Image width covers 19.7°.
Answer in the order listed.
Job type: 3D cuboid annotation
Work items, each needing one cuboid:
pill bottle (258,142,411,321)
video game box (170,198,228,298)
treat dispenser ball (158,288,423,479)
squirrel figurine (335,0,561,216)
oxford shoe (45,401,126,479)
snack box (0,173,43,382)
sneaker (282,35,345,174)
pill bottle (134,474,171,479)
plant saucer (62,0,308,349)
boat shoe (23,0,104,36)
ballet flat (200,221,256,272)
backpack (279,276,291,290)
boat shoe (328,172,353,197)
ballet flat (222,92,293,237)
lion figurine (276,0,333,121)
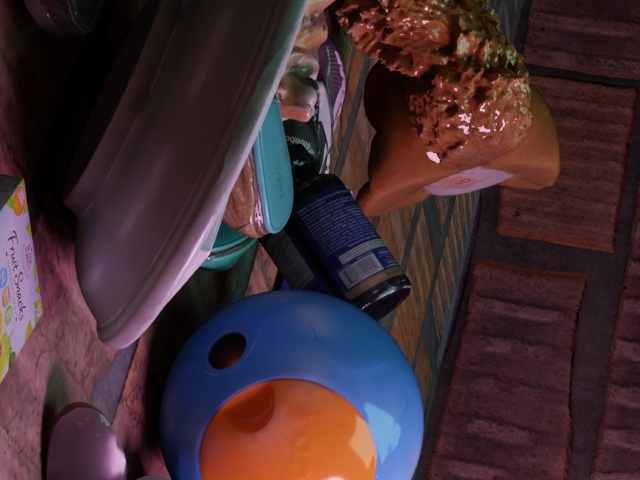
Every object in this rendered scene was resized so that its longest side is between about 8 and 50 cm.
[{"bbox_3d":[0.000,0.000,2.158,0.219,0.123,0.123,57,5,13],"label":"pill bottle"},{"bbox_3d":[-0.132,-0.031,1.750,0.205,0.048,0.187,-46,-155,56],"label":"video game box"},{"bbox_3d":[-0.032,0.196,1.997,0.288,0.288,0.288,9,90,-77],"label":"treat dispenser ball"},{"bbox_3d":[0.152,-0.261,2.393,0.397,0.281,0.370,86,-7,-77],"label":"squirrel figurine"},{"bbox_3d":[-0.221,0.224,1.737,0.076,0.076,0.212,-113,-166,-50],"label":"oxford shoe"},{"bbox_3d":[-0.260,0.032,1.451,0.100,0.037,0.141,-68,162,-49],"label":"snack box"},{"bbox_3d":[-0.020,-0.144,2.284,0.106,0.078,0.234,-52,151,-70],"label":"sneaker"},{"bbox_3d":[-0.168,0.316,1.942,0.160,0.087,0.087,81,22,-52],"label":"pill bottle"},{"bbox_3d":[-0.133,-0.107,1.569,0.400,0.100,0.400,-60,-166,26],"label":"plant saucer"},{"bbox_3d":[-0.154,-0.333,1.448,0.132,0.130,0.355,28,72,-76],"label":"boat shoe"},{"bbox_3d":[-0.103,-0.014,2.021,0.247,0.083,0.087,-58,168,-55],"label":"ballet flat"},{"bbox_3d":[-0.005,0.084,2.469,0.120,0.101,0.098,87,24,-55],"label":"backpack"},{"bbox_3d":[0.003,-0.053,2.490,0.219,0.078,0.070,41,28,-69],"label":"boat shoe"},{"bbox_3d":[-0.092,-0.163,1.850,0.116,0.124,0.342,-51,148,-52],"label":"ballet flat"},{"bbox_3d":[-0.056,-0.315,1.915,0.240,0.142,0.392,-35,126,-28],"label":"lion figurine"}]
